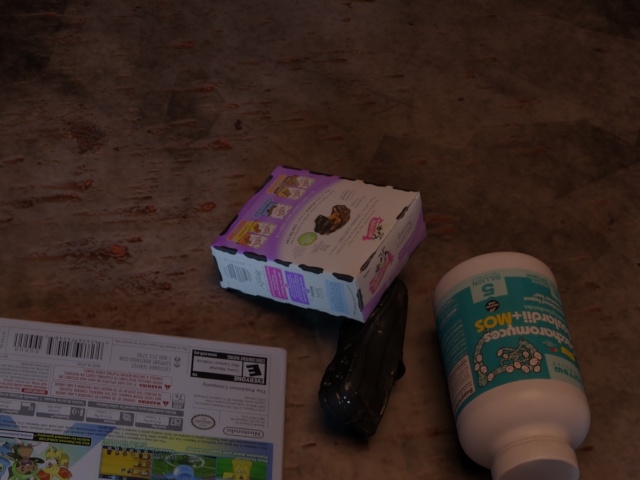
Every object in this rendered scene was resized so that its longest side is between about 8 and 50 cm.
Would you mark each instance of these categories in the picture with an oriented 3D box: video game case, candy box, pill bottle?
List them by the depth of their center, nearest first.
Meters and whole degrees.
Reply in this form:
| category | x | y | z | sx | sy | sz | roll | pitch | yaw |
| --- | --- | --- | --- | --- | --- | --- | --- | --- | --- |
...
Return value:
| category | x | y | z | sx | sy | sz | roll | pitch | yaw |
| --- | --- | --- | --- | --- | --- | --- | --- | --- | --- |
| video game case | -0.202 | 0.224 | 1.692 | 0.329 | 0.036 | 0.300 | 7 | 49 | -7 |
| pill bottle | 0.213 | 0.153 | 1.763 | 0.146 | 0.146 | 0.264 | 0 | 50 | -11 |
| candy box | 0.000 | 0.000 | 1.857 | 0.196 | 0.070 | 0.165 | 13 | 45 | 29 |

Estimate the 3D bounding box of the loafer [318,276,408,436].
| category | x | y | z | sx | sy | sz | roll | pitch | yaw |
| --- | --- | --- | --- | --- | --- | --- | --- | --- | --- |
| loafer | 0.060 | 0.130 | 1.809 | 0.078 | 0.076 | 0.223 | 47 | 38 | -20 |
